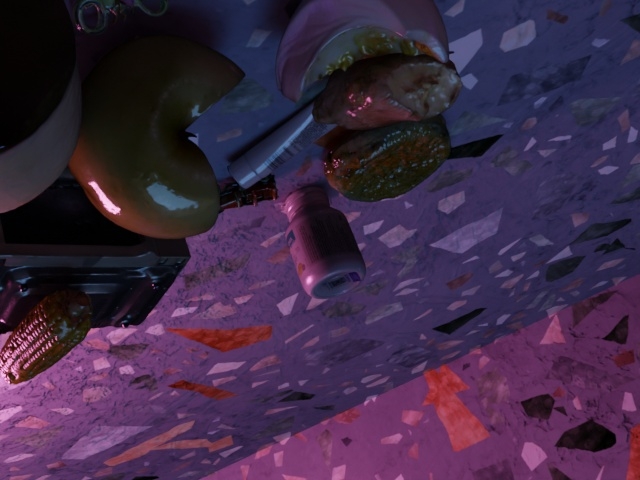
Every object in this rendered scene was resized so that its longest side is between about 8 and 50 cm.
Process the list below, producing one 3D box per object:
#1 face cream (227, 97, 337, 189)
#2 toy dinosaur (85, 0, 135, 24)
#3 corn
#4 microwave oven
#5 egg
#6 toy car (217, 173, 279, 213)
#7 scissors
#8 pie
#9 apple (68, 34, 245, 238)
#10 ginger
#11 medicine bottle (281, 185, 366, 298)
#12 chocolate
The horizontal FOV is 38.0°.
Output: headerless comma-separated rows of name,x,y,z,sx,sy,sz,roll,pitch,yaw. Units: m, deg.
face cream,-0.062,-0.183,1.717,0.244,0.058,0.092,-34,145,12
toy dinosaur,-0.274,-0.332,1.314,0.113,0.026,0.041,-8,139,-9
corn,-0.460,0.161,1.544,0.097,0.097,0.262,9,143,-45
microwave oven,-0.451,0.028,1.643,0.355,0.218,0.286,1,144,-37
egg,0.053,-0.336,1.393,0.271,0.206,0.161,-8,123,14
toy car,-0.154,-0.091,1.813,0.143,0.054,0.073,-17,152,-10
scissors,-0.289,-0.358,1.242,0.134,0.020,0.187,-17,143,-1
pie,0.141,-0.169,1.870,0.277,0.078,0.277,-17,158,-7
apple,-0.257,-0.159,1.370,0.234,0.294,0.258,19,173,-32
ginger,0.099,-0.247,1.524,0.276,0.130,0.221,-12,-166,33
medicine bottle,0.000,0.000,1.911,0.135,0.215,0.135,-17,153,-9
chocolate,-0.454,-0.168,1.166,0.314,0.326,0.297,22,146,6
